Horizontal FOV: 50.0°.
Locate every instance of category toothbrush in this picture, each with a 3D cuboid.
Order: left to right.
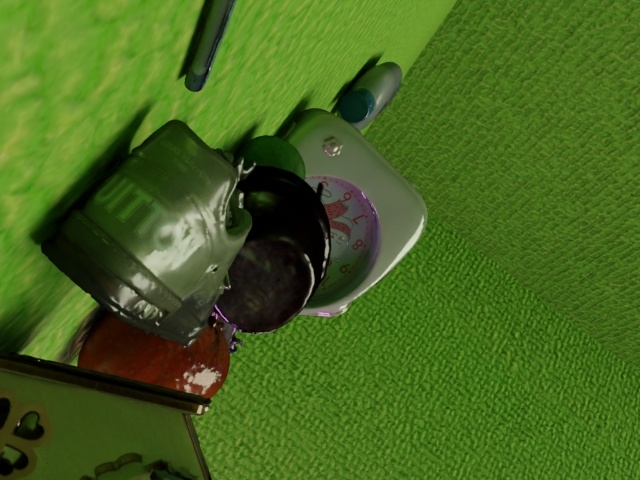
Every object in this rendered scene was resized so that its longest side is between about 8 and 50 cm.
[{"bbox_3d":[-0.043,-0.162,0.378,0.219,0.016,0.019,-54,-172,49],"label":"toothbrush"}]

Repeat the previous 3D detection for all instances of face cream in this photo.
[{"bbox_3d":[0.099,-0.302,1.460,0.163,0.080,0.337,-52,-179,20],"label":"face cream"}]

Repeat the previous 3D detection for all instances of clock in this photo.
[{"bbox_3d":[-0.019,-0.017,1.060,0.324,0.265,0.108,-46,-154,3],"label":"clock"}]

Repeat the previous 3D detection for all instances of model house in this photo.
[{"bbox_3d":[-0.182,0.190,0.493,0.326,0.244,0.169,-19,172,-9],"label":"model house"}]

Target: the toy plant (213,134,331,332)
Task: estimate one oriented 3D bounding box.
[{"bbox_3d":[-0.081,-0.004,0.797,0.218,0.175,0.235,-61,-159,23],"label":"toy plant"}]

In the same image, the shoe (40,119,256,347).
[{"bbox_3d":[-0.102,-0.004,0.552,0.149,0.109,0.293,-47,175,-5],"label":"shoe"}]

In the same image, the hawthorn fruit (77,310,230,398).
[{"bbox_3d":[-0.240,0.159,0.773,0.285,0.165,0.165,-30,-179,2],"label":"hawthorn fruit"}]

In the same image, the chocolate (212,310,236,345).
[{"bbox_3d":[-0.197,0.146,1.020,0.112,0.112,0.321,-41,164,-46],"label":"chocolate"}]

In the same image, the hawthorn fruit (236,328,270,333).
[{"bbox_3d":[-0.121,0.069,1.385,0.251,0.189,0.189,-56,-179,-8],"label":"hawthorn fruit"}]

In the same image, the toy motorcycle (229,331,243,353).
[{"bbox_3d":[-0.219,0.169,1.642,0.270,0.159,0.106,-51,-158,-3],"label":"toy motorcycle"}]
